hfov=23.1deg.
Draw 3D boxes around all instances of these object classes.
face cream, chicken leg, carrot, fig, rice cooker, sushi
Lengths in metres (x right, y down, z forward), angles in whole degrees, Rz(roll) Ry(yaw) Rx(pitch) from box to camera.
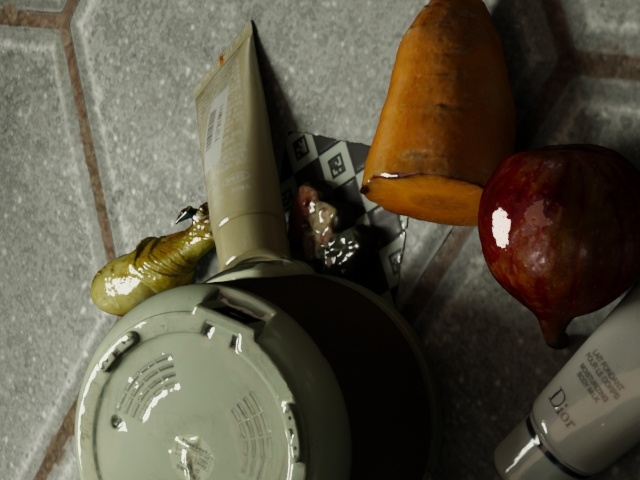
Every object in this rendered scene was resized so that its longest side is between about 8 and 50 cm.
[{"bbox_3d":[-0.097,-0.097,1.845,0.137,0.084,0.341,-46,41,37],"label":"face cream"},{"bbox_3d":[-0.189,0.021,1.951,0.228,0.103,0.088,-37,67,18],"label":"chicken leg"},{"bbox_3d":[0.124,-0.140,1.581,0.159,0.159,0.225,-8,74,47],"label":"carrot"},{"bbox_3d":[0.224,0.015,1.444,0.175,0.175,0.207,16,103,47],"label":"fig"},{"bbox_3d":[-0.058,0.189,1.625,0.335,0.325,0.335,2,93,28],"label":"rice cooker"},{"bbox_3d":[0.288,0.124,1.443,0.314,0.089,0.143,-48,53,22],"label":"face cream"},{"bbox_3d":[0.000,0.000,1.773,0.220,0.047,0.231,15,100,47],"label":"sushi"}]
